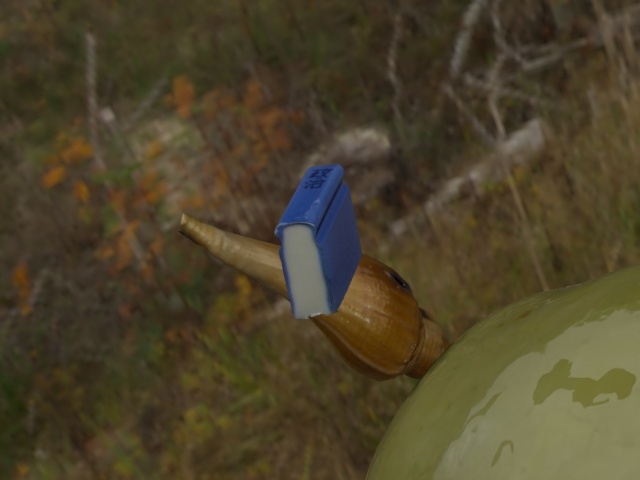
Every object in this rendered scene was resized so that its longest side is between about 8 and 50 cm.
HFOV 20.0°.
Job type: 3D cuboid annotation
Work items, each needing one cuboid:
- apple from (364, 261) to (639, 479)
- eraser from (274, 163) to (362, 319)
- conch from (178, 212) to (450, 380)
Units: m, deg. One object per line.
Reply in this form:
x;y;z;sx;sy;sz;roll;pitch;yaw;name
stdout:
0.131;0.130;0.590;0.262;0.262;0.262;-14;43;13;apple
0.000;0.000;1.071;0.027;0.063;0.085;-4;24;16;eraser
0.012;0.043;1.651;0.093;0.330;0.109;-40;32;24;conch
